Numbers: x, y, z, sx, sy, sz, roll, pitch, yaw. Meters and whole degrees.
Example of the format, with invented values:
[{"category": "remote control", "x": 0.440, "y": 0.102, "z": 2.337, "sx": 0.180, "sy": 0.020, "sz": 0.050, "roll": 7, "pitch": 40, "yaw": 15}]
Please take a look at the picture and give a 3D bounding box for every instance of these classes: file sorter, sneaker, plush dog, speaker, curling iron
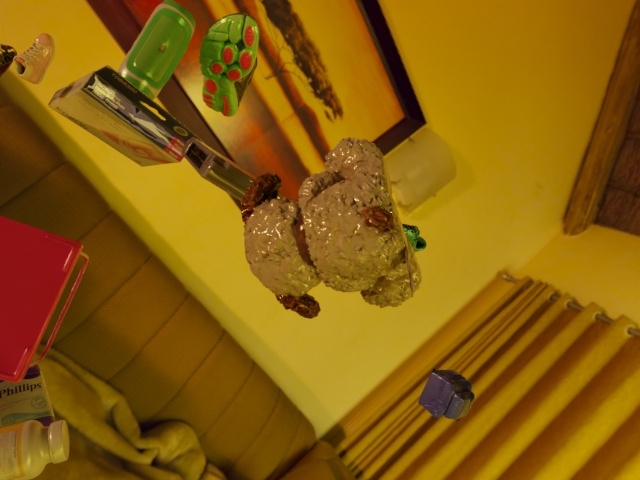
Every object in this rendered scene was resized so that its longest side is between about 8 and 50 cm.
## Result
[{"category": "file sorter", "x": -0.533, "y": 0.058, "z": 0.641, "sx": 0.290, "sy": 0.202, "sz": 0.182, "roll": 22, "pitch": -15, "yaw": -17}, {"category": "sneaker", "x": 0.258, "y": -0.030, "z": 1.380, "sx": 0.109, "sy": 0.107, "sz": 0.275, "roll": -11, "pitch": -26, "yaw": 28}, {"category": "plush dog", "x": 0.000, "y": 0.000, "z": 0.601, "sx": 0.210, "sy": 0.225, "sz": 0.263, "roll": -25, "pitch": 97, "yaw": -74}, {"category": "sneaker", "x": -0.738, "y": -0.473, "z": 1.112, "sx": 0.050, "sy": 0.135, "sz": 0.070, "roll": 27, "pitch": 9, "yaw": 5}, {"category": "sneaker", "x": -0.314, "y": -0.631, "z": 1.510, "sx": 0.185, "sy": 0.203, "sz": 0.482, "roll": 24, "pitch": -21, "yaw": -15}, {"category": "speaker", "x": -0.497, "y": -0.570, "z": 1.311, "sx": 0.131, "sy": 0.297, "sz": 0.131, "roll": 24, "pitch": -10, "yaw": 5}, {"category": "curling iron", "x": -0.869, "y": -0.421, "z": 1.120, "sx": 0.035, "sy": 0.274, "sz": 0.068, "roll": 11, "pitch": -35, "yaw": -6}]

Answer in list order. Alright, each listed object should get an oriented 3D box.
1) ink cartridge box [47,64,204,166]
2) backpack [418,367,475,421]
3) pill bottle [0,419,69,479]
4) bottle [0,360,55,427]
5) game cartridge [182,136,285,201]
[{"category": "ink cartridge box", "x": -0.559, "y": -0.334, "z": 1.249, "sx": 0.329, "sy": 0.072, "sz": 0.324, "roll": 4, "pitch": -24, "yaw": 41}, {"category": "backpack", "x": 0.298, "y": 0.358, "z": 0.994, "sx": 0.101, "sy": 0.098, "sz": 0.120, "roll": 36, "pitch": 15, "yaw": 38}, {"category": "pill bottle", "x": -0.574, "y": 0.394, "z": 0.796, "sx": 0.103, "sy": 0.183, "sz": 0.103, "roll": 173, "pitch": -90, "yaw": -67}, {"category": "bottle", "x": -0.719, "y": 0.341, "z": 1.015, "sx": 0.118, "sy": 0.092, "sz": 0.283, "roll": 0, "pitch": 52, "yaw": -52}, {"category": "game cartridge", "x": -0.180, "y": -0.132, "z": 0.919, "sx": 0.198, "sy": 0.062, "sz": 0.297, "roll": 36, "pitch": 1, "yaw": -31}]
